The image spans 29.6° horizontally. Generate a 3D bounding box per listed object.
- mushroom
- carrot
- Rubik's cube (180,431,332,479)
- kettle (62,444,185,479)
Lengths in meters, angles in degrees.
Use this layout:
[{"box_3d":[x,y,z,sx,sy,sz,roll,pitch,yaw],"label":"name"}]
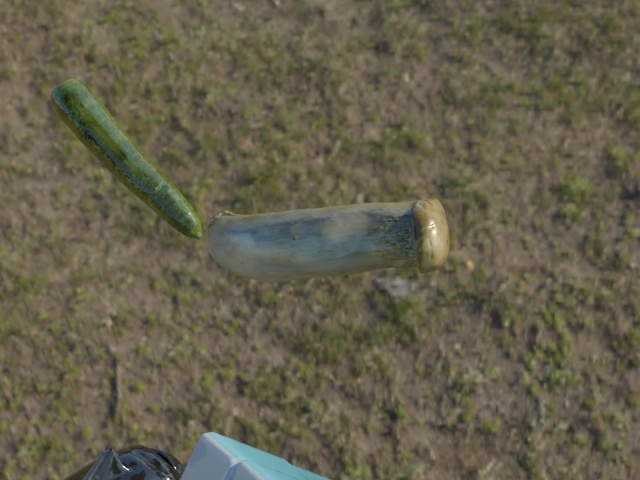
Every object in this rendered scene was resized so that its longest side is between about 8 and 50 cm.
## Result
[{"box_3d":[0.000,0.000,1.506,0.351,0.095,0.123,0,28,31],"label":"mushroom"},{"box_3d":[-0.327,-0.132,2.059,0.074,0.074,0.358,-41,86,-27],"label":"carrot"},{"box_3d":[0.002,0.379,1.064,0.291,0.292,0.290,-66,25,-3],"label":"Rubik's cube"},{"box_3d":[-0.264,0.401,1.509,0.207,0.268,0.290,18,58,42],"label":"kettle"}]
